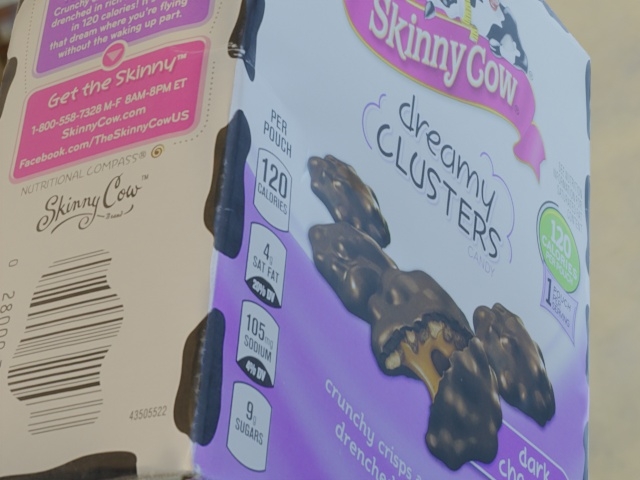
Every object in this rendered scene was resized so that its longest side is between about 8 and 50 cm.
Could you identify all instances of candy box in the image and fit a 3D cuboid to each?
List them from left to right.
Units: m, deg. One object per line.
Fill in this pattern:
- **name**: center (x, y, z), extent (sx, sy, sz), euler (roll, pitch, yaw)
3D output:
- **candy box**: center (0.000, 0.000, 0.452), extent (0.165, 0.070, 0.196), euler (40, 45, -46)
